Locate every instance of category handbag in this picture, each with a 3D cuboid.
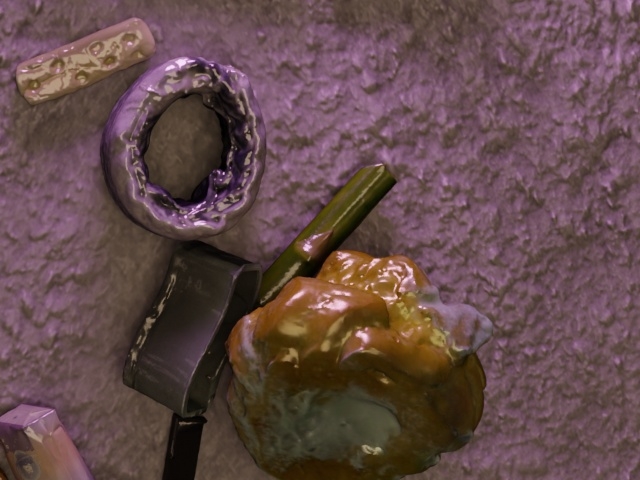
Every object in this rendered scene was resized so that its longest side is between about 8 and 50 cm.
[{"bbox_3d":[-0.365,0.307,1.841,0.095,0.117,0.173,-33,106,-30],"label":"handbag"}]

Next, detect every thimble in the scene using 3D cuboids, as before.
[{"bbox_3d":[-0.178,-0.122,1.830,0.217,0.157,0.246,15,91,-17],"label":"thimble"}]

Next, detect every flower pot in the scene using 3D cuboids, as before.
[{"bbox_3d":[-0.174,0.117,1.863,0.108,0.103,0.229,22,89,20],"label":"flower pot"}]

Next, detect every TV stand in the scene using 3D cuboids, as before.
[{"bbox_3d":[-0.203,0.373,1.931,0.049,0.040,0.257,9,93,-16],"label":"TV stand"}]

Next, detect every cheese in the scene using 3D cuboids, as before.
[{"bbox_3d":[-0.315,-0.239,1.840,0.194,0.043,0.065,-24,100,-12],"label":"cheese"}]

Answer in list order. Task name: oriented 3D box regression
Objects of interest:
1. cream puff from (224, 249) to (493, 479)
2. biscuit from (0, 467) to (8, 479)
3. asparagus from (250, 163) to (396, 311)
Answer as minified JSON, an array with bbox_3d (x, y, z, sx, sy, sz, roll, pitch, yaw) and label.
[{"bbox_3d":[0.052,0.165,1.867,0.378,0.275,0.378,2,129,2],"label":"cream puff"},{"bbox_3d":[-0.511,0.352,1.846,0.186,0.044,0.295,-41,104,-6],"label":"biscuit"},{"bbox_3d":[-0.001,-0.001,1.939,0.060,0.067,0.278,40,80,12],"label":"asparagus"}]
